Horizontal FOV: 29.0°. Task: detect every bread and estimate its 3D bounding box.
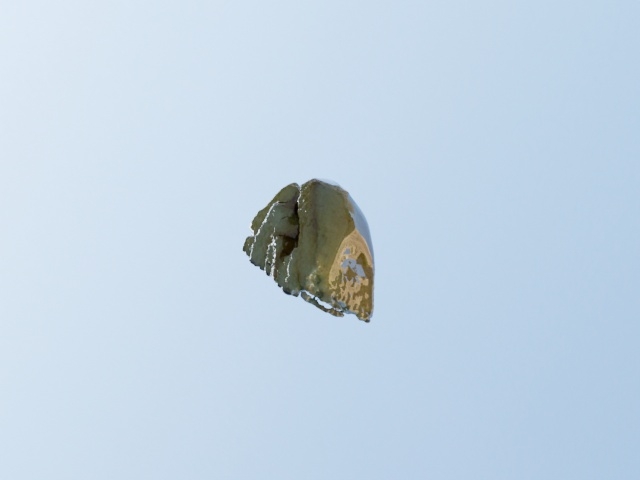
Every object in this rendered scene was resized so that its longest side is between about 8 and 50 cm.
[{"bbox_3d":[0.004,0.001,1.207,0.156,0.103,0.110,36,-81,44],"label":"bread"}]
